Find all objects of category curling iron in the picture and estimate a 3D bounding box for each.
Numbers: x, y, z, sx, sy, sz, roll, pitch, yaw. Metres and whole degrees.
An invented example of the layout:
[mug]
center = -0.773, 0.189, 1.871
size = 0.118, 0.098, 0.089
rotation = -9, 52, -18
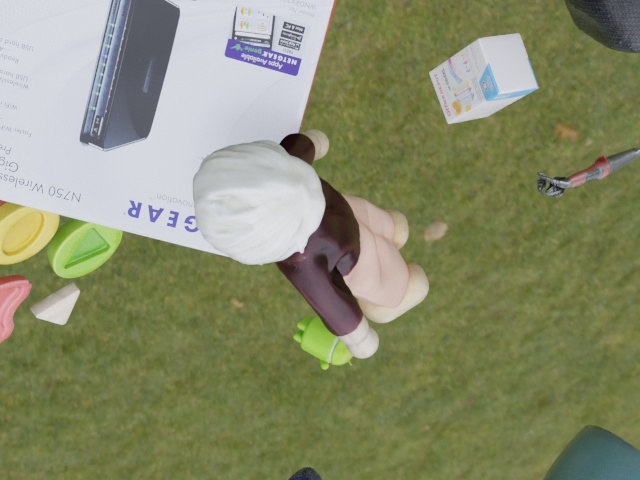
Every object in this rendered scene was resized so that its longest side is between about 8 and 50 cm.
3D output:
[curling iron]
center = 0.450, -0.122, 1.623
size = 0.274, 0.068, 0.035
rotation = -21, 118, -36

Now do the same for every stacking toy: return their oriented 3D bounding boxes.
[stacking toy]
center = -0.491, 0.019, 1.591
size = 0.309, 0.130, 0.279
rotation = -53, 156, 21

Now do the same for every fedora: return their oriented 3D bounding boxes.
[fedora]
center = 0.471, -0.370, 1.450
size = 0.334, 0.334, 0.153
rotation = -19, 120, -8

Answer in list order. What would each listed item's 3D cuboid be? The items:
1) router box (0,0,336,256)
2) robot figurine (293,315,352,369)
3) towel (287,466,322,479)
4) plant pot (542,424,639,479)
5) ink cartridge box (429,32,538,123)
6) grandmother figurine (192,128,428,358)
[router box]
center = -0.174, -0.165, 0.921
size = 0.335, 0.082, 0.301
rotation = 14, 101, -7
[robot figurine]
center = 0.012, 0.177, 1.733
size = 0.067, 0.115, 0.101
rotation = -28, 138, -61
[towel]
center = -0.008, 0.405, 1.202
size = 0.076, 0.228, 0.308
rotation = -22, 172, 0
[plant pot]
center = 0.324, 0.378, 1.081
size = 0.195, 0.290, 0.290
rotation = -40, 141, -8
[ink cartridge box]
center = 0.244, -0.244, 1.516
size = 0.090, 0.092, 0.143
rotation = -14, 172, -34
[grandmother figurine]
center = 0.000, 0.000, 0.828
size = 0.104, 0.208, 0.342
rotation = -32, 158, 14
